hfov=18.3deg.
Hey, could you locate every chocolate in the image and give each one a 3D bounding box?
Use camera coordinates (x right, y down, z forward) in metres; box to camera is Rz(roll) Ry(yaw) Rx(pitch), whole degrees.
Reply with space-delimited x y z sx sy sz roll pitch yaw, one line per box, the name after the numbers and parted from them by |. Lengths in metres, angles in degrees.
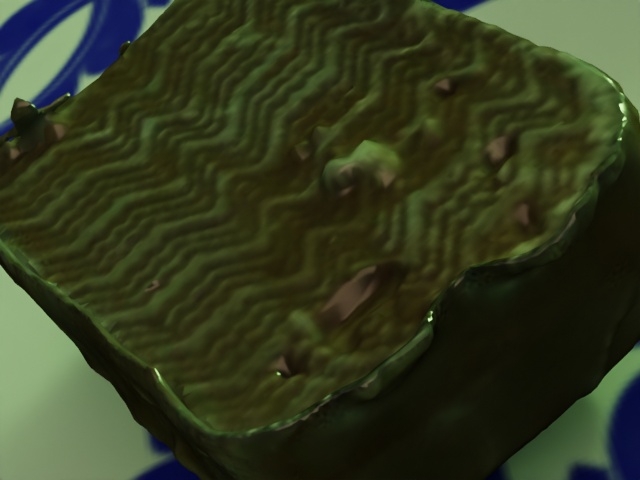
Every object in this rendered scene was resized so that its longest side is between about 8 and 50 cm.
0.000 0.000 0.572 0.148 0.093 0.214 -43 41 -8 | chocolate
